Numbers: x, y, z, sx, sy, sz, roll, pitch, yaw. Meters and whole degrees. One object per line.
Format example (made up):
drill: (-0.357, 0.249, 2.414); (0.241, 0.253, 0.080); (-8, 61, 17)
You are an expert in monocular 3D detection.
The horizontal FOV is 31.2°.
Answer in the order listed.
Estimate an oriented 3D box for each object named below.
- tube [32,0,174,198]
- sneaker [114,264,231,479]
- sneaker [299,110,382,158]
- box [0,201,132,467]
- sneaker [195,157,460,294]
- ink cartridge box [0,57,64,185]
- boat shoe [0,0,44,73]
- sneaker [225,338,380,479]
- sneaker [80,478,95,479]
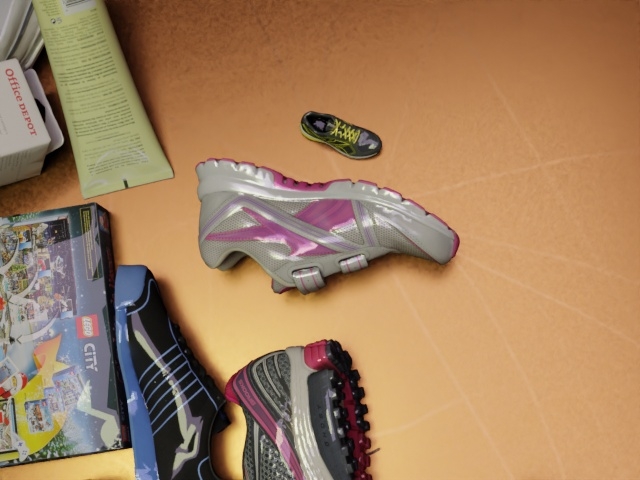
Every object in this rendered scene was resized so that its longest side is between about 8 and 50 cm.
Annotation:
tube: (-0.217, -0.159, 1.078); (0.070, 0.062, 0.240); (3, 117, 41)
sneaker: (-0.133, 0.131, 1.050); (0.090, 0.081, 0.232); (-9, 83, -5)
sneaker: (0.018, -0.101, 1.093); (0.083, 0.035, 0.031); (16, 83, 7)
box: (-0.270, 0.091, 1.081); (0.159, 0.044, 0.233); (-9, 80, 4)
sneaker: (0.000, 0.000, 1.052); (0.252, 0.103, 0.111); (10, 85, 13)
ink cartridge box: (-0.323, -0.101, 1.077); (0.143, 0.090, 0.092); (-19, 79, -25)
boat shoe: (-0.272, -0.277, 1.119); (0.096, 0.088, 0.267); (18, 86, 22)
sneaker: (-0.006, 0.242, 1.005); (0.112, 0.121, 0.299); (-14, 72, 16)
sneaker: (-0.258, 0.333, 1.023); (0.121, 0.099, 0.262); (40, 93, 2)
